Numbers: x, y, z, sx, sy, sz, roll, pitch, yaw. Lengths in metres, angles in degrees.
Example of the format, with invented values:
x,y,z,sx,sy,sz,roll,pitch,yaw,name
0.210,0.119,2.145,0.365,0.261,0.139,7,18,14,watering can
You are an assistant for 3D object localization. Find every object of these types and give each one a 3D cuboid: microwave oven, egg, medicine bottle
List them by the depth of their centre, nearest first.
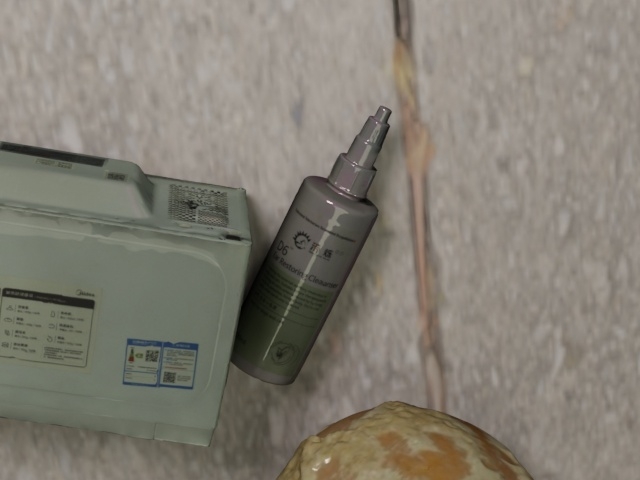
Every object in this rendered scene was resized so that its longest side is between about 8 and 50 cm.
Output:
x,y,z,sx,sy,sz,roll,pitch,yaw,name
-0.157,0.028,0.856,0.208,0.122,0.162,9,108,-9,microwave oven
0.000,0.000,0.894,0.057,0.058,0.199,24,106,-13,medicine bottle
0.069,0.223,0.902,0.203,0.203,0.245,-37,90,8,egg
